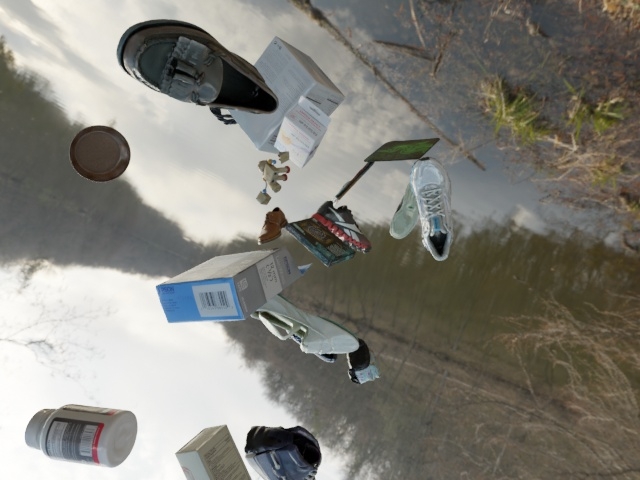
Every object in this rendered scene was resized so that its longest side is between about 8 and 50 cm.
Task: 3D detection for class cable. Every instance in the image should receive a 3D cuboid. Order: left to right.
[{"bbox_3d":[-0.387,-0.566,1.774,0.185,0.150,0.047,39,-172,4],"label":"cable"}]

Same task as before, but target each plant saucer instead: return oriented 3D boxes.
[{"bbox_3d":[-0.765,-0.302,1.486,0.036,0.198,0.199,28,175,43],"label":"plant saucer"}]

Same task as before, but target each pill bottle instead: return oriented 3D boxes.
[{"bbox_3d":[-0.795,0.639,1.421,0.319,0.176,0.176,2,165,11],"label":"pill bottle"}]

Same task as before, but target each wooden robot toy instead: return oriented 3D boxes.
[{"bbox_3d":[-0.140,-0.188,1.183,0.076,0.173,0.079,-16,-129,-46],"label":"wooden robot toy"}]

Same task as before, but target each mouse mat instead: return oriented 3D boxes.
[{"bbox_3d":[0.239,-0.269,1.271,0.190,0.153,0.007,7,127,39],"label":"mouse mat"}]

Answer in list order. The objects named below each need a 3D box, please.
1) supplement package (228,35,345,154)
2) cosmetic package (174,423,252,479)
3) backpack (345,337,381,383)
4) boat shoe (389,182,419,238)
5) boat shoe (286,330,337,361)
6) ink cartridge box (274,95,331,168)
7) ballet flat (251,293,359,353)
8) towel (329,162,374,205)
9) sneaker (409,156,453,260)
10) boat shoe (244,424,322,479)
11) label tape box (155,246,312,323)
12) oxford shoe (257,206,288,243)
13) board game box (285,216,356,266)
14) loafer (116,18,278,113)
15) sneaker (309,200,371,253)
[{"bbox_3d":[-0.108,-0.426,1.313,0.199,0.263,0.198,53,-155,15],"label":"supplement package"},{"bbox_3d":[-0.340,0.794,1.433,0.129,0.295,0.153,-24,179,32],"label":"cosmetic package"},{"bbox_3d":[0.166,0.482,1.671,0.115,0.151,0.181,-14,132,11],"label":"backpack"},{"bbox_3d":[0.312,-0.109,1.499,0.084,0.232,0.079,26,-148,13],"label":"boat shoe"},{"bbox_3d":[-0.032,0.407,1.789,0.259,0.108,0.089,29,166,9],"label":"boat shoe"},{"bbox_3d":[-0.051,-0.286,1.148,0.104,0.061,0.181,39,153,0],"label":"ink cartridge box"},{"bbox_3d":[-0.068,0.305,1.465,0.401,0.139,0.139,27,171,12],"label":"ballet flat"},{"bbox_3d":[0.111,-0.241,2.069,0.040,0.271,0.370,43,163,-2],"label":"towel"},{"bbox_3d":[0.203,-0.051,0.751,0.072,0.190,0.083,-12,-159,15],"label":"sneaker"},{"bbox_3d":[-0.052,0.610,1.131,0.158,0.127,0.340,-16,124,25],"label":"boat shoe"},{"bbox_3d":[-0.212,0.095,1.140,0.250,0.115,0.348,-9,-166,29],"label":"label tape box"},{"bbox_3d":[-0.162,-0.049,1.371,0.076,0.075,0.212,-13,-158,14],"label":"oxford shoe"},{"bbox_3d":[0.000,0.000,1.274,0.186,0.026,0.126,41,-146,26],"label":"board game box"},{"bbox_3d":[-0.148,-0.231,0.603,0.084,0.096,0.268,39,-157,15],"label":"loafer"},{"bbox_3d":[0.097,-0.055,1.609,0.276,0.135,0.098,32,173,-19],"label":"sneaker"}]
